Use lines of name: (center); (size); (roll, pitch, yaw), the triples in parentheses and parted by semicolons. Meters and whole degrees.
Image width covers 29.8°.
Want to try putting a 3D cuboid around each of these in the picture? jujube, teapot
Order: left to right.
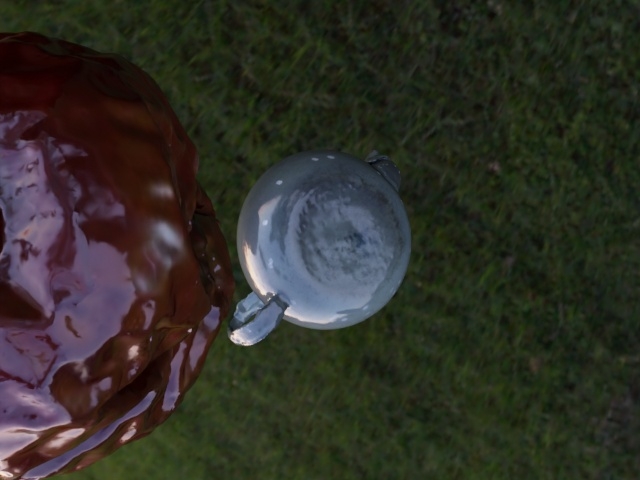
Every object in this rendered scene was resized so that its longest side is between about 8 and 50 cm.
jujube: (-0.145, 0.010, 0.581); (0.213, 0.213, 0.232); (23, 176, 7)
teapot: (0.000, 0.000, 1.295); (0.193, 0.294, 0.129); (46, 160, -14)
